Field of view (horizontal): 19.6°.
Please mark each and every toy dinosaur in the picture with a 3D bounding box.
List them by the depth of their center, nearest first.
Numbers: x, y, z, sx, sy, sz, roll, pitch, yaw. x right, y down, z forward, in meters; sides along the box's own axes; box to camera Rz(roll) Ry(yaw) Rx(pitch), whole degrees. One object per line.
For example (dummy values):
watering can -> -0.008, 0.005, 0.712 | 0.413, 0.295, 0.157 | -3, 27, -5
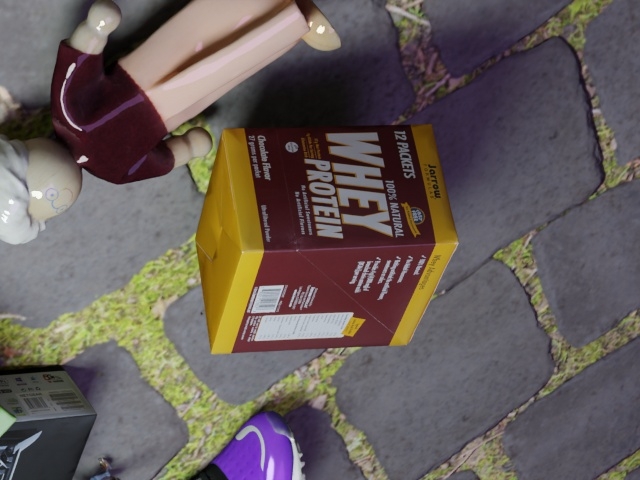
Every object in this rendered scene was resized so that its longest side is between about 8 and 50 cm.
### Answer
toy dinosaur -> -0.237, 0.257, 1.866 | 0.082, 0.090, 0.047 | -49, 130, -38

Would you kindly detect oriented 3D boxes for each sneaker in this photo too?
sneaker -> -0.127, 0.305, 1.952 | 0.146, 0.102, 0.293 | 7, 121, -37

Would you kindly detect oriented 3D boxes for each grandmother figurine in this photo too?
grandmother figurine -> -0.153, -0.122, 1.581 | 0.342, 0.104, 0.208 | -38, 129, -5

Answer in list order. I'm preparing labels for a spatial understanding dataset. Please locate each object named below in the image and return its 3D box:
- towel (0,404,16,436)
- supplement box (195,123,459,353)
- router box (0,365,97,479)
towel -> -0.350, 0.183, 1.621 | 0.152, 0.023, 0.113 | -45, 142, -6
supplement box -> 0.000, 0.000, 1.687 | 0.194, 0.129, 0.191 | -2, 149, -14
router box -> -0.387, 0.243, 1.722 | 0.309, 0.081, 0.243 | -1, 126, -40
